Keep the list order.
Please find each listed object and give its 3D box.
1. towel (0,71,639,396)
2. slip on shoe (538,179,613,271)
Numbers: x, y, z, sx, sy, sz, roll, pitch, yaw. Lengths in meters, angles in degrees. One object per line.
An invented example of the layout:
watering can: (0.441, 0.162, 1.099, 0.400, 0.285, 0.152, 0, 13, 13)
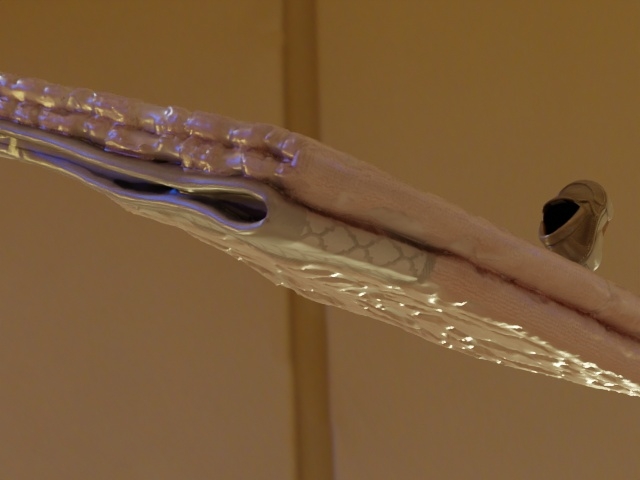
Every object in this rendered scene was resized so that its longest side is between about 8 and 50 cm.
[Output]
towel: (0.000, 0.000, 0.959, 0.332, 0.317, 0.053, 16, -96, 51)
slip on shoe: (0.183, -0.017, 1.340, 0.051, 0.041, 0.135, -26, -160, 25)
